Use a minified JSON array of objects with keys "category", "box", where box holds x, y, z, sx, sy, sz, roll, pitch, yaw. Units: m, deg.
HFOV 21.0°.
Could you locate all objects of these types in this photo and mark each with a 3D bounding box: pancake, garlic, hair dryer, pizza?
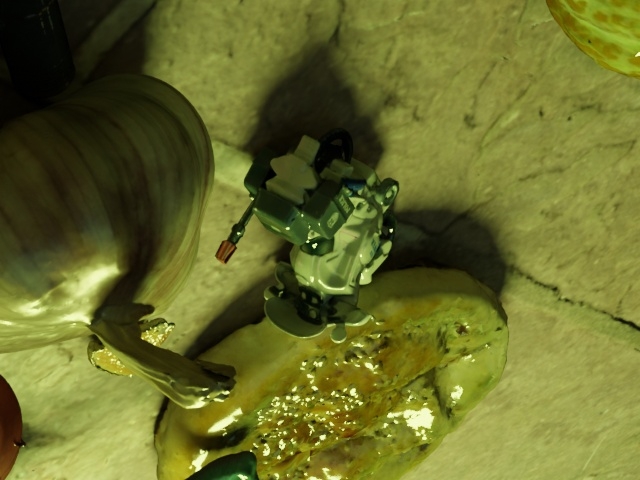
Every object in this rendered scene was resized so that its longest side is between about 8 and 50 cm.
[{"category":"pancake","box":[0.020,0.166,1.667,0.387,0.082,0.387,-22,144,-17]},{"category":"garlic","box":[-0.150,0.022,1.186,0.245,0.253,0.245,-38,166,-11]},{"category":"hair dryer","box":[-0.262,-0.136,1.098,0.195,0.050,0.173,-23,143,-13]},{"category":"pizza","box":[-0.159,0.085,1.466,0.078,0.025,0.083,-32,153,4]}]

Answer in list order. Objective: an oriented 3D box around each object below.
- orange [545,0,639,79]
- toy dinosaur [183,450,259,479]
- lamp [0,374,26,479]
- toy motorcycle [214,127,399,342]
[{"category":"orange","box":[0.307,-0.256,1.257,0.329,0.249,0.329,-16,143,-13]},{"category":"toy dinosaur","box":[-0.274,0.230,1.479,0.331,0.129,0.383,-49,124,2]},{"category":"lamp","box":[-0.319,0.152,1.324,0.182,0.140,0.182,-27,164,-9]},{"category":"toy motorcycle","box":[0.000,0.000,1.445,0.150,0.102,0.221,-52,151,-12]}]
